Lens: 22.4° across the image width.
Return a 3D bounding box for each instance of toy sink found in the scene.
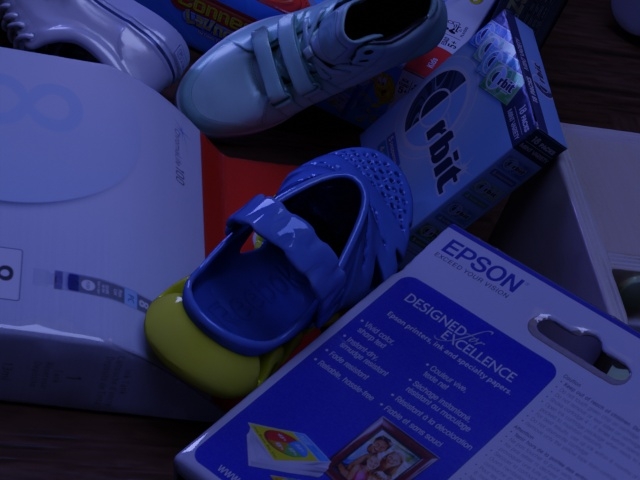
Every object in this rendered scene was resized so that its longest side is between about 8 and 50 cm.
[{"bbox_3d":[0.240,0.041,1.321,0.131,0.152,0.234,7,43,-16],"label":"toy sink"}]

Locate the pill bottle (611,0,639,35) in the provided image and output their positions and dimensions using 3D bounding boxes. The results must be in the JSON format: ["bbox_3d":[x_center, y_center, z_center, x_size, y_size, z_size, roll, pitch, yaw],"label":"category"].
[{"bbox_3d":[0.383,-0.279,1.759,0.087,0.087,0.160,38,44,18],"label":"pill bottle"}]

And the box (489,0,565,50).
[{"bbox_3d":[0.221,-0.260,1.567,0.059,0.232,0.183,28,43,4],"label":"box"}]

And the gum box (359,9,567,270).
[{"bbox_3d":[0.116,-0.084,1.380,0.041,0.184,0.157,30,34,-31],"label":"gum box"}]

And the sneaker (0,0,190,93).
[{"bbox_3d":[-0.241,-0.197,1.427,0.258,0.094,0.091,29,57,19],"label":"sneaker"}]

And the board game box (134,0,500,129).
[{"bbox_3d":[0.018,-0.259,1.595,0.302,0.086,0.308,26,42,5],"label":"board game box"}]

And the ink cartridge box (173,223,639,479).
[{"bbox_3d":[0.112,0.157,1.118,0.304,0.072,0.307,33,52,28],"label":"ink cartridge box"}]

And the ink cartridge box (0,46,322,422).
[{"bbox_3d":[-0.123,-0.005,1.272,0.385,0.091,0.308,7,44,-13],"label":"ink cartridge box"}]

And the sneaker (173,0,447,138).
[{"bbox_3d":[-0.016,-0.167,1.376,0.256,0.151,0.094,-23,86,3],"label":"sneaker"}]

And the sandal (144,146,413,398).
[{"bbox_3d":[0.000,0.000,1.221,0.126,0.138,0.317,39,34,3],"label":"sandal"}]
